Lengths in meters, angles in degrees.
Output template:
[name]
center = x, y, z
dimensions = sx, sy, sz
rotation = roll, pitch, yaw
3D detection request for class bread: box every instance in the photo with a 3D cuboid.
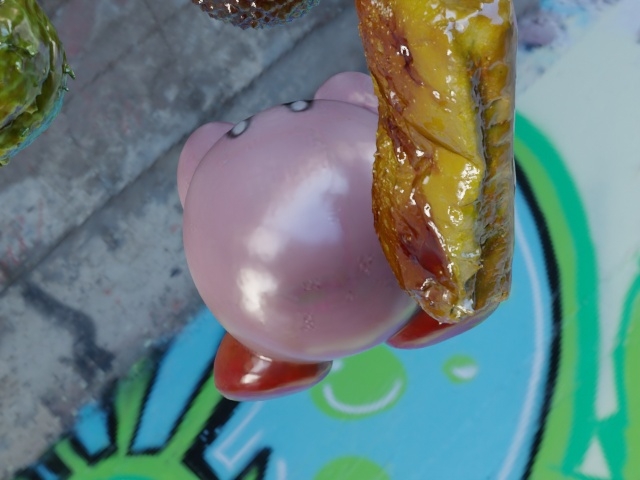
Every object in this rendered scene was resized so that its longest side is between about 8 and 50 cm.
[bread]
center = 0.074, -0.063, 0.711
dimensions = 0.077, 0.139, 0.271
rotation = -18, 141, -8

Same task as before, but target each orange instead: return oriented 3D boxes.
[orange]
center = -0.397, -0.205, 1.138
dimensions = 0.223, 0.301, 0.300
rotation = -37, 114, -7

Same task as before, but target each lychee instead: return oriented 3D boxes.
[lychee]
center = -0.081, -0.399, 1.507
dimensions = 0.236, 0.236, 0.271
rotation = -40, 170, -18

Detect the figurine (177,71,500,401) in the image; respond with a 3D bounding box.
[figurine]
center = 0.002, 0.008, 0.948
dimensions = 0.269, 0.211, 0.262
rotation = -18, 100, 4
